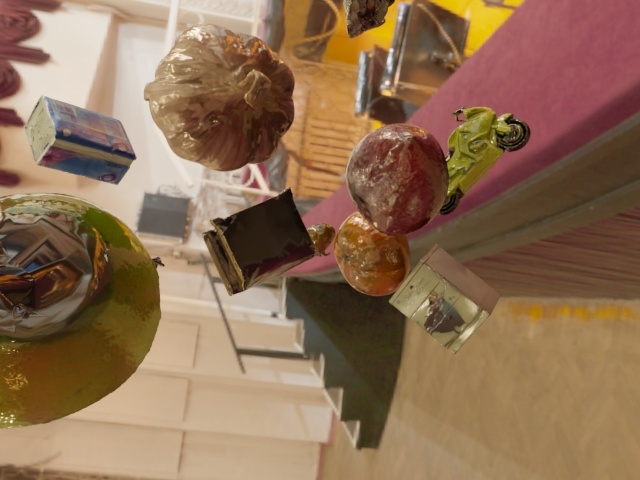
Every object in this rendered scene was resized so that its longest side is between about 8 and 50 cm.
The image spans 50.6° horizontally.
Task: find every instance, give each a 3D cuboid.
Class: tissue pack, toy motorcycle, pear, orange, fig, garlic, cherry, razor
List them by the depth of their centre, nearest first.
[{"bbox_3d":[-0.441,0.074,1.006,0.165,0.399,0.398,110,165,-62],"label":"pear"},{"bbox_3d":[-0.200,-0.293,1.429,0.241,0.322,0.321,-106,25,-62],"label":"garlic"},{"bbox_3d":[0.167,-0.137,1.451,0.300,0.203,0.230,111,145,-64],"label":"cherry"},{"bbox_3d":[-0.442,0.062,1.815,0.028,0.044,0.154,-68,13,-17],"label":"razor"},{"bbox_3d":[0.379,-0.231,1.818,0.342,0.142,0.206,-45,53,12],"label":"toy motorcycle"},{"bbox_3d":[0.134,0.035,1.823,0.240,0.171,0.240,34,134,45],"label":"orange"},{"bbox_3d":[0.000,0.000,1.930,0.084,0.082,0.098,-18,-76,-61],"label":"fig"},{"bbox_3d":[-0.723,-0.297,2.038,0.146,0.263,0.198,-48,53,23],"label":"tissue pack"}]

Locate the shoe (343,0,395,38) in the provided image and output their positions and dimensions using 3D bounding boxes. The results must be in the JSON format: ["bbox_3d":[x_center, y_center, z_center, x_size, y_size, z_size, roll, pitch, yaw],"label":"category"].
[{"bbox_3d":[0.114,-0.536,1.522,0.227,0.126,0.099,80,-174,-78],"label":"shoe"}]

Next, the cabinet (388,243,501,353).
[{"bbox_3d":[0.308,0.144,1.677,0.145,0.206,0.150,-56,-11,27],"label":"cabinet"}]

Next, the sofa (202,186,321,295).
[{"bbox_3d":[-0.151,0.005,1.720,0.200,0.258,0.182,65,162,-1],"label":"sofa"}]
